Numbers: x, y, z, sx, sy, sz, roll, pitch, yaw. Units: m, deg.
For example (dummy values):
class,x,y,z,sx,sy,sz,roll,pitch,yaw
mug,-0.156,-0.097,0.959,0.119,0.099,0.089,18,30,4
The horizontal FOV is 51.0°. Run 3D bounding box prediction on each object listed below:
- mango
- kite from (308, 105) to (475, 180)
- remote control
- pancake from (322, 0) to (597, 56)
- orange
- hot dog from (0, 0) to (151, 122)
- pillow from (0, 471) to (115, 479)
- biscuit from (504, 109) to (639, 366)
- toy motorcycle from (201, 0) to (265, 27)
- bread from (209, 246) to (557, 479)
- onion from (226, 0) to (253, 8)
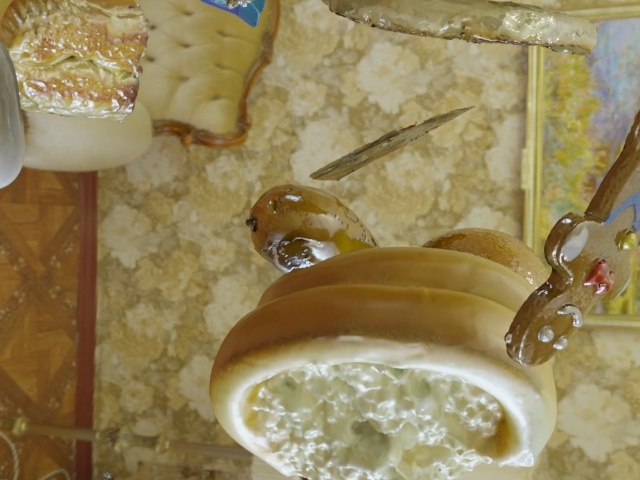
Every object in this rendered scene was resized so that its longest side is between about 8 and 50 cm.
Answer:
class,x,y,z,sx,sy,sz,roll,pitch,yaw
mango,0.000,0.000,1.050,0.249,0.156,0.151,33,62,-29
kite,0.109,-0.169,1.241,0.327,0.378,0.013,-39,107,-49
remote control,-0.644,-0.260,1.265,0.221,0.103,0.332,6,74,-79
pancake,0.167,-0.278,0.826,0.356,0.356,0.065,-52,152,-64
orange,0.243,0.111,1.053,0.274,0.274,0.274,0,90,-73
hot dog,-0.686,-0.495,1.816,0.365,0.196,0.367,-12,132,-45
pillow,-0.332,0.395,0.915,0.169,0.059,0.255,51,5,26
biscuit,0.205,0.008,0.483,0.205,0.031,0.138,-54,140,4
toy motorcycle,-0.095,-0.469,1.097,0.200,0.326,0.191,59,-15,-3
bread,0.077,0.170,0.842,0.329,0.424,0.245,64,30,-16
onion,-0.058,-0.419,0.744,0.159,0.267,0.348,64,26,-43
